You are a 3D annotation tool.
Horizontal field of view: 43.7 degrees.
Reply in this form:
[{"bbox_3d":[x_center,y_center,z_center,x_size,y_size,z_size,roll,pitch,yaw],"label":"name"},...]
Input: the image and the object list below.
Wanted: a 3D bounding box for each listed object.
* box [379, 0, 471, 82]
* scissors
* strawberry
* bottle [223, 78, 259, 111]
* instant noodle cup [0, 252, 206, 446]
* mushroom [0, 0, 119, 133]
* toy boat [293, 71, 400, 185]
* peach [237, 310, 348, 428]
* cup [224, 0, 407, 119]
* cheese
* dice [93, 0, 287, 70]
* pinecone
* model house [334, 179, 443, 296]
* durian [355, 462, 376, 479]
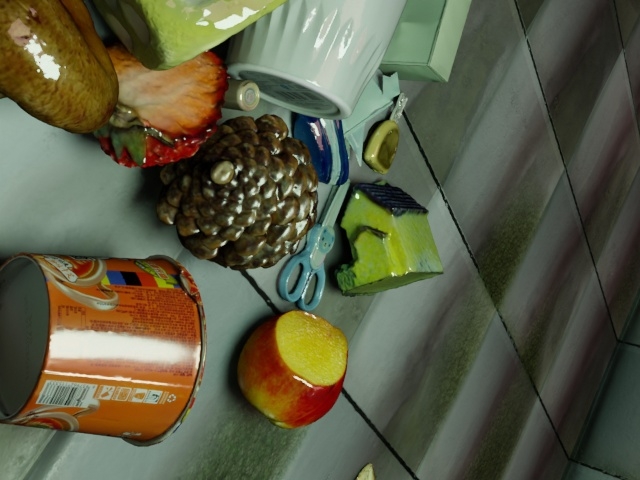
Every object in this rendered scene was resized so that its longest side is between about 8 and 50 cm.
[{"bbox_3d":[0.199,-0.419,1.507,0.086,0.129,0.225,25,81,-52],"label":"box"},{"bbox_3d":[0.000,0.000,1.457,0.125,0.030,0.256,38,70,-54],"label":"scissors"},{"bbox_3d":[-0.220,-0.177,1.062,0.236,0.190,0.111,-47,175,-48],"label":"strawberry"},{"bbox_3d":[-0.136,-0.215,1.168,0.045,0.096,0.045,-20,116,-47],"label":"bottle"},{"bbox_3d":[-0.287,0.125,0.972,0.192,0.250,0.250,14,89,-45],"label":"instant noodle cup"},{"bbox_3d":[-0.331,-0.204,0.838,0.267,0.254,0.267,37,38,-36],"label":"mushroom"},{"bbox_3d":[0.055,-0.204,1.440,0.291,0.070,0.210,-11,111,-53],"label":"toy boat"},{"bbox_3d":[-0.040,0.212,1.340,0.192,0.190,0.190,-49,138,-5],"label":"peach"},{"bbox_3d":[0.011,-0.387,1.181,0.253,0.253,0.372,25,82,-52],"label":"cup"},{"bbox_3d":[0.134,-0.214,1.560,0.086,0.036,0.163,37,71,-51],"label":"cheese"},{"bbox_3d":[-0.156,-0.355,0.940,0.238,0.227,0.233,-38,111,-16],"label":"dice"},{"bbox_3d":[-0.110,-0.063,1.144,0.272,0.224,0.224,46,62,-72],"label":"pinecone"},{"bbox_3d":[0.107,-0.013,1.518,0.194,0.170,0.211,0,74,-58],"label":"model house"},{"bbox_3d":[0.087,0.544,1.728,0.066,0.052,0.130,43,56,-6],"label":"durian"}]
